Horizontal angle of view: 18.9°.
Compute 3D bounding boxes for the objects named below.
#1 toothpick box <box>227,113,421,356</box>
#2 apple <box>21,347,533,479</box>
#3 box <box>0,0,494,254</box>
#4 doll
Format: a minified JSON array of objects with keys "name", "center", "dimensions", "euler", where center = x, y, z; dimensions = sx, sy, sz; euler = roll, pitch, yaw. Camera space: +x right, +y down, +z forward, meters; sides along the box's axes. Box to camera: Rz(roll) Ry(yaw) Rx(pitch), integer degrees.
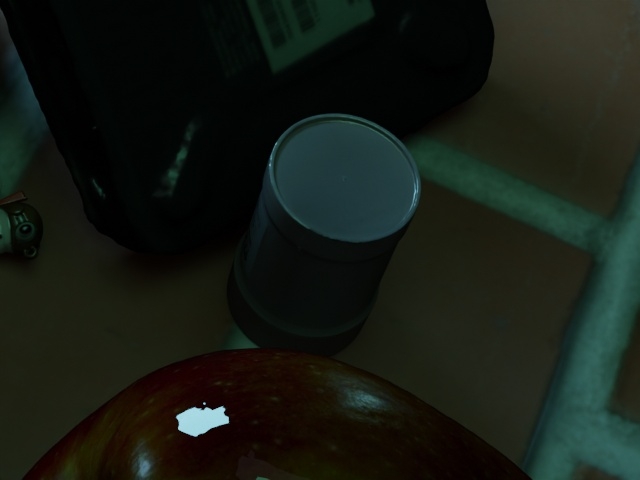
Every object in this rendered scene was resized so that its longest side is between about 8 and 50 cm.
[{"name":"toothpick box","center":[0.000,0.000,1.231],"dimensions":[0.098,0.149,0.098],"euler":[7,57,-11]},{"name":"apple","center":[-0.022,0.201,1.006],"dimensions":[0.317,0.288,0.288],"euler":[19,53,-26]},{"name":"box","center":[-0.052,-0.203,1.275],"dimensions":[0.350,0.091,0.359],"euler":[-31,114,-28]},{"name":"doll","center":[-0.213,-0.022,1.259],"dimensions":[0.058,0.040,0.085],"euler":[-8,60,-7]}]
